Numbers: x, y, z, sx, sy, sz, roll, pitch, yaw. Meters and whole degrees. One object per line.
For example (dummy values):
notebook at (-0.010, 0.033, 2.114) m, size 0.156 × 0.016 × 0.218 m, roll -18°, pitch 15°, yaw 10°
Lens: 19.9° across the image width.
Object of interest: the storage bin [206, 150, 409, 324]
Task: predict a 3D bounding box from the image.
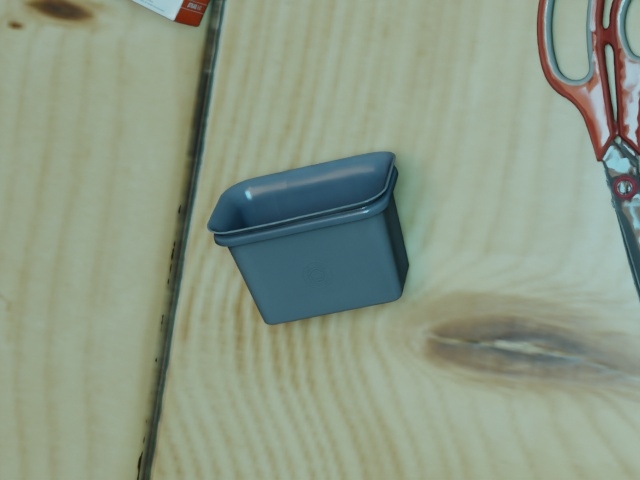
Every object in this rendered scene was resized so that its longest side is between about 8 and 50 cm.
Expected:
storage bin at (0.000, 0.000, 1.319) m, size 0.135 × 0.098 × 0.091 m, roll -11°, pitch 116°, yaw 16°

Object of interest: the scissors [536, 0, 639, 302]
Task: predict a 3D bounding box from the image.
scissors at (0.203, -0.055, 1.291) m, size 0.109 × 0.021 × 0.297 m, roll 3°, pitch 93°, yaw 14°

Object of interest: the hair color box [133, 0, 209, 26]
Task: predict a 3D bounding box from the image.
hair color box at (-0.104, -0.255, 1.357) m, size 0.093 × 0.053 × 0.167 m, roll 28°, pitch 100°, yaw 15°
